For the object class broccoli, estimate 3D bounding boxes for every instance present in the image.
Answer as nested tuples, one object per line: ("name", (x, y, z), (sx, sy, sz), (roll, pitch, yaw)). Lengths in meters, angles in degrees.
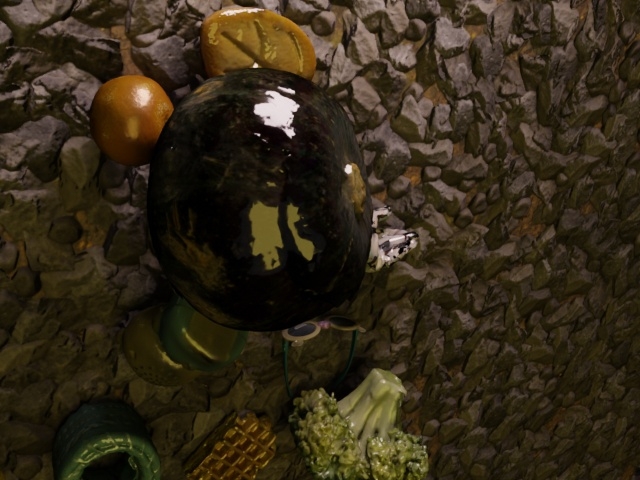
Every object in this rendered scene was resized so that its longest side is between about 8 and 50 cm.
("broccoli", (0.101, 0.430, 1.705), (0.347, 0.293, 0.281), (30, 103, 2))

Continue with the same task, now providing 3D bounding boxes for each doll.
("doll", (-0.262, 0.185, 1.393), (0.177, 0.260, 0.162), (31, 55, -28))

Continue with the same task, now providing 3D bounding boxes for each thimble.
("thimble", (-0.429, 0.446, 1.476), (0.198, 0.143, 0.235), (-13, 118, -22))

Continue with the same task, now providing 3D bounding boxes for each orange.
("orange", (-0.316, -0.198, 1.232), (0.134, 0.155, 0.155), (-2, 120, 12))

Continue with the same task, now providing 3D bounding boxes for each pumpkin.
("pumpkin", (-0.094, -0.064, 1.240), (0.344, 0.454, 0.454), (-8, 125, 20))

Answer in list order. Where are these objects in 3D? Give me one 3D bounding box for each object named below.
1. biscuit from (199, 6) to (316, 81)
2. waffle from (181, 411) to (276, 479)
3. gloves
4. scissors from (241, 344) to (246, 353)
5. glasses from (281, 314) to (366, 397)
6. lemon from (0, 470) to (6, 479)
("biscuit", (-0.114, -0.321, 1.348), (0.260, 0.041, 0.203), (33, 96, -40))
("waffle", (-0.186, 0.482, 1.684), (0.211, 0.055, 0.160), (-46, 126, -4))
("gloves", (0.122, 0.001, 1.589), (0.111, 0.127, 0.212), (-43, 158, 24))
("scissors", (-0.170, 0.154, 1.557), (0.110, 0.021, 0.212), (27, 98, -32))
("glasses", (-0.014, 0.257, 1.687), (0.189, 0.088, 0.221), (-8, 136, -27))
("lemon", (-0.676, 0.480, 1.279), (0.268, 0.268, 0.322), (21, 113, -35))
